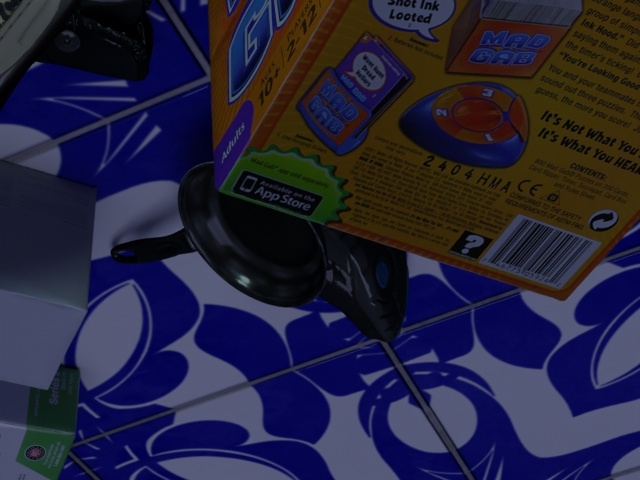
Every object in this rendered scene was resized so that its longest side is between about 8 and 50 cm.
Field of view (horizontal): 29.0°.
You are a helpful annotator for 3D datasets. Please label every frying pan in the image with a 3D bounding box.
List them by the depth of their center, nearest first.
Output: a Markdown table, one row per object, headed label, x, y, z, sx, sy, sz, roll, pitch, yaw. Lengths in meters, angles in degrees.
| label | x | y | z | sx | sy | sz | roll | pitch | yaw |
| --- | --- | --- | --- | --- | --- | --- | --- | --- | --- |
| frying pan | -0.102 | 0.013 | 1.414 | 0.197 | 0.053 | 0.326 | 46 | 143 | -5 |

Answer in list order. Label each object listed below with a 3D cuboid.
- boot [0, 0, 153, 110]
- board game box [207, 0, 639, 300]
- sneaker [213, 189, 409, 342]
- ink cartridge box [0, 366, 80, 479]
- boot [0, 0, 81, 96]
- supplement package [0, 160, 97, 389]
| label | x | y | z | sx | sy | sz | roll | pitch | yaw |
| --- | --- | --- | --- | --- | --- | --- | --- | --- | --- |
| boot | -0.280 | -0.183 | 1.270 | 0.207 | 0.094 | 0.246 | 9 | 127 | -10 |
| board game box | 0.135 | -0.228 | 1.090 | 0.357 | 0.356 | 0.356 | 18 | 130 | -22 |
| sneaker | 0.000 | 0.000 | 1.491 | 0.140 | 0.125 | 0.341 | -9 | 133 | 29 |
| ink cartridge box | -0.489 | 0.252 | 1.657 | 0.289 | 0.121 | 0.211 | 13 | 131 | -19 |
| boot | -0.432 | -0.187 | 1.104 | 0.284 | 0.138 | 0.377 | 44 | 89 | -13 |
| supplement package | -0.370 | 0.030 | 1.395 | 0.194 | 0.203 | 0.149 | 16 | 130 | -20 |
